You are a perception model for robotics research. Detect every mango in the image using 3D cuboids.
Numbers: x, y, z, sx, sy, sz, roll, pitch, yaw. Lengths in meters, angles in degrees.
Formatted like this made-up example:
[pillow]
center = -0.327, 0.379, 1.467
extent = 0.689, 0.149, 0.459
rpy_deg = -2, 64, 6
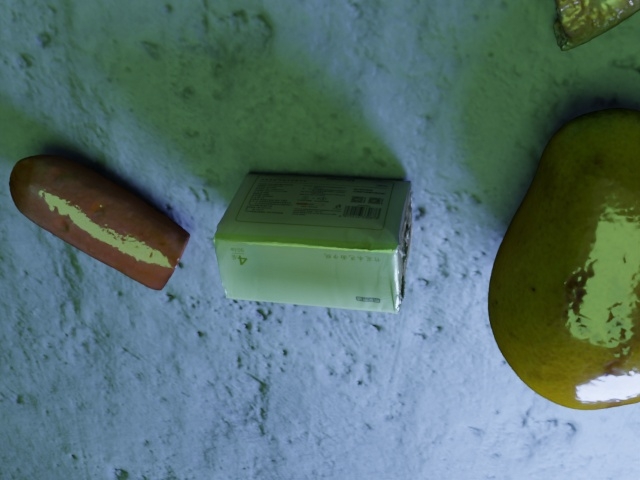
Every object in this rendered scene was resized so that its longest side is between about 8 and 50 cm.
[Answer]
[mango]
center = 0.337, 0.028, 0.857
extent = 0.264, 0.221, 0.378
rpy_deg = 6, 118, 14

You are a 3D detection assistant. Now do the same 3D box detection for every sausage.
[sausage]
center = -0.315, -0.033, 1.033
extent = 0.259, 0.113, 0.113
rpy_deg = 33, 127, -13

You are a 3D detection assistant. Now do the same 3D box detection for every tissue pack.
[tissue pack]
center = 0.000, 0.000, 0.948
extent = 0.234, 0.159, 0.125
rpy_deg = 3, 127, 11

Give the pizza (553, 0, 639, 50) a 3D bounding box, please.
[pizza]
center = 0.306, -0.307, 0.712
extent = 0.134, 0.056, 0.271
rpy_deg = 16, 129, -1
